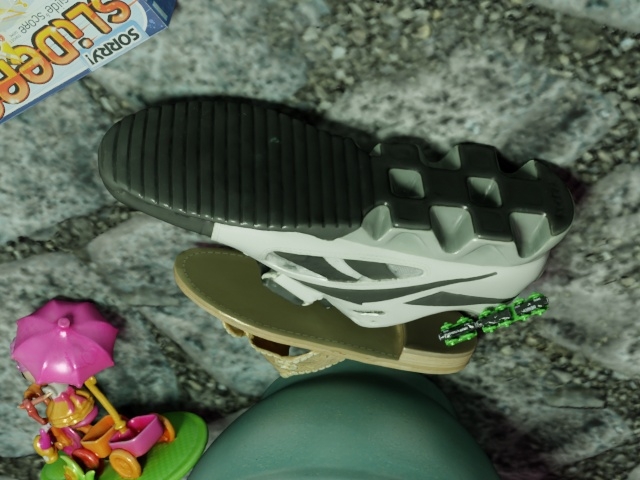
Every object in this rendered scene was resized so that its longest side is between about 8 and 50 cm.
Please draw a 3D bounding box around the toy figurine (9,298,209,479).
[{"bbox_3d":[-0.197,0.120,1.327,0.173,0.130,0.159,-4,121,43],"label":"toy figurine"}]

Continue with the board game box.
[{"bbox_3d":[-0.218,-0.156,1.111,0.201,0.035,0.136,-26,123,27],"label":"board game box"}]

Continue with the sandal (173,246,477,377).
[{"bbox_3d":[-0.005,0.078,1.259,0.240,0.088,0.079,13,127,-12],"label":"sandal"}]

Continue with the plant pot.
[{"bbox_3d":[0.023,0.218,1.307,0.293,0.196,0.293,4,133,4],"label":"plant pot"}]

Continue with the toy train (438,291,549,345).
[{"bbox_3d":[0.125,0.057,1.185,0.083,0.017,0.024,-20,166,10],"label":"toy train"}]

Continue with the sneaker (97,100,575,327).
[{"bbox_3d":[0.000,0.000,1.164,0.331,0.122,0.146,11,136,-9],"label":"sneaker"}]
